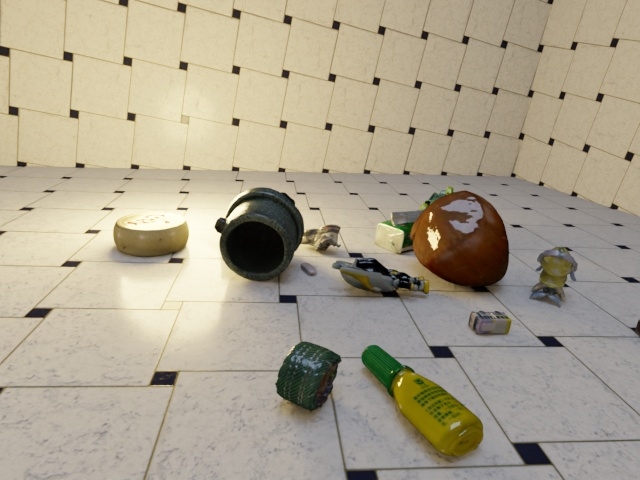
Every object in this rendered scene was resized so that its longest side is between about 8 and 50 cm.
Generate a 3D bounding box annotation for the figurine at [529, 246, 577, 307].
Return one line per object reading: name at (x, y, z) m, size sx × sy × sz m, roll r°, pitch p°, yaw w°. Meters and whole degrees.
figurine at (0.773, 0.113, 1.466) m, size 0.128 × 0.184 × 0.209 m, roll 15°, pitch 65°, yaw 31°

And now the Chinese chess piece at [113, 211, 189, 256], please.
Chinese chess piece at (-0.629, -0.029, 1.657) m, size 0.272 × 0.102 × 0.273 m, roll 4°, pitch 20°, yaw -1°

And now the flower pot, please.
flower pot at (-0.212, -0.025, 1.514) m, size 0.298 × 0.300 × 0.283 m, roll 5°, pitch 28°, yaw 2°

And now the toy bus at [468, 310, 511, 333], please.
toy bus at (0.471, 0.230, 1.234) m, size 0.102 × 0.052 × 0.058 m, roll 3°, pitch 18°, yaw -11°

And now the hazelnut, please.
hazelnut at (0.495, 0.001, 1.546) m, size 0.372 × 0.315 × 0.372 m, roll 32°, pitch 25°, yaw -17°

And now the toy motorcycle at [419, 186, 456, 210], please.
toy motorcycle at (0.565, -0.108, 2.034) m, size 0.190 × 0.200 × 0.326 m, roll 12°, pitch 32°, yaw 19°

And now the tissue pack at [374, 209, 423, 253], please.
tissue pack at (0.357, -0.049, 1.850) m, size 0.208 × 0.156 × 0.148 m, roll -10°, pitch 26°, yaw -38°

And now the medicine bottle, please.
medicine bottle at (0.188, 0.309, 0.907) m, size 0.111 × 0.076 × 0.309 m, roll -4°, pitch 21°, yaw -29°

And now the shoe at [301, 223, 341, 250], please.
shoe at (0.000, 0.000, 1.738) m, size 0.179 × 0.093 × 0.089 m, roll -14°, pitch -14°, yaw 19°

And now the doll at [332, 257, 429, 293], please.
doll at (0.189, 0.115, 1.425) m, size 0.315 × 0.103 × 0.146 m, roll 10°, pitch 30°, yaw -5°

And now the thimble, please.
thimble at (-0.023, 0.274, 0.902) m, size 0.090 × 0.119 × 0.135 m, roll 18°, pitch 7°, yaw 22°

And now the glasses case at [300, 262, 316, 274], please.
glasses case at (-0.042, 0.097, 1.544) m, size 0.032 × 0.021 × 0.083 m, roll -9°, pitch 23°, yaw -27°

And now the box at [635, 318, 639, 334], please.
box at (1.065, 0.291, 1.189) m, size 0.324 × 0.047 × 0.180 m, roll 7°, pitch 20°, yaw 7°
